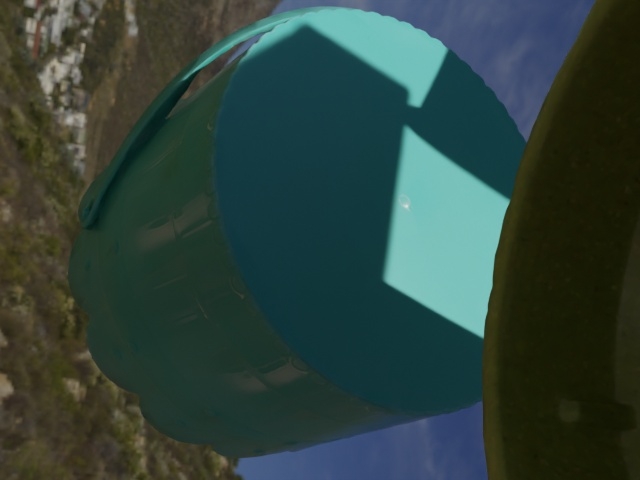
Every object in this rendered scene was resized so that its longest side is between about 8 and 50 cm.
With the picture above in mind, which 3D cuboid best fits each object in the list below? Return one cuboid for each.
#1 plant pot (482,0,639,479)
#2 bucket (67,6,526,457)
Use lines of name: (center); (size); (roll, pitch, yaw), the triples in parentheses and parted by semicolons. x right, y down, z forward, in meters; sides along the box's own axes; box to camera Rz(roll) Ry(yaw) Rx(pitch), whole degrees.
plant pot: (0.223, 0.030, 0.224); (0.276, 0.254, 0.276); (-165, -90, -76)
bucket: (0.000, 0.000, 0.521); (0.183, 0.281, 0.281); (-27, -126, 52)
